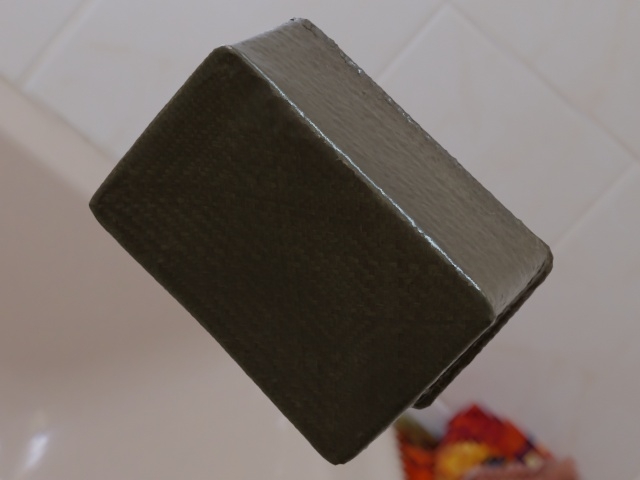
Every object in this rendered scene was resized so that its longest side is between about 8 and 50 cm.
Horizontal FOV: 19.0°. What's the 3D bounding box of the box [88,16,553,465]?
[{"bbox_3d":[0.001,-0.001,1.368,0.273,0.184,0.143,45,28,7],"label":"box"}]
